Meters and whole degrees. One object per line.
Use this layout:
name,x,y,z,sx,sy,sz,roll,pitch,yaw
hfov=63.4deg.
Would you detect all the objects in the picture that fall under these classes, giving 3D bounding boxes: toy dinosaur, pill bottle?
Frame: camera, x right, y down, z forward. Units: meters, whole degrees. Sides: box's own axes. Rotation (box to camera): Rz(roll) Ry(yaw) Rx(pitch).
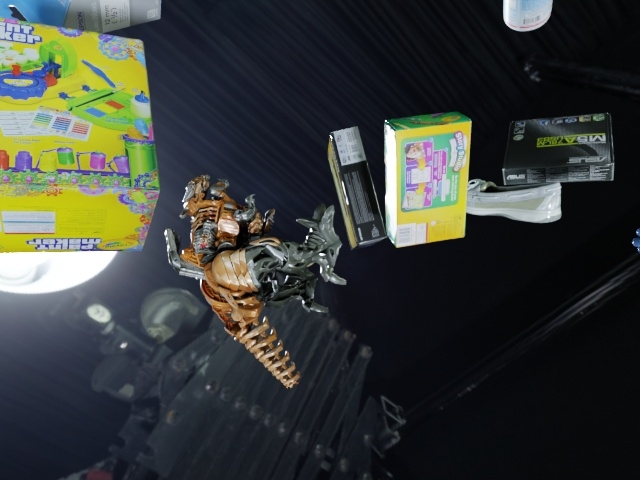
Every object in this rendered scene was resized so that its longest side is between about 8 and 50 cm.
toy dinosaur,-0.096,0.045,0.726,0.164,0.219,0.321,-31,-112,58
pill bottle,0.376,-0.467,0.935,0.087,0.160,0.087,-7,-115,16

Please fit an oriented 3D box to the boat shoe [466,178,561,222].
boat shoe,0.478,-0.121,1.377,0.118,0.102,0.321,-18,-157,-36

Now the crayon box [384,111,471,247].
crayon box,0.233,-0.131,1.145,0.166,0.278,0.081,-9,-152,-8

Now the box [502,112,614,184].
box,0.468,-0.182,1.023,0.191,0.045,0.184,1,-140,27

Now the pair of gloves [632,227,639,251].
pair of gloves,0.530,0.020,0.714,0.160,0.198,0.023,-16,-137,30

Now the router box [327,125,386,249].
router box,0.095,-0.136,1.463,0.081,0.308,0.243,-14,175,-2

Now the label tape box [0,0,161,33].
label tape box,-0.609,-0.620,1.264,0.348,0.249,0.115,-31,160,-35

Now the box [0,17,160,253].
box,-0.396,-0.142,0.719,0.177,0.290,0.278,-50,-133,51

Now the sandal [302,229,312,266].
sandal,0.000,0.000,1.202,0.072,0.049,0.180,-34,-158,32
